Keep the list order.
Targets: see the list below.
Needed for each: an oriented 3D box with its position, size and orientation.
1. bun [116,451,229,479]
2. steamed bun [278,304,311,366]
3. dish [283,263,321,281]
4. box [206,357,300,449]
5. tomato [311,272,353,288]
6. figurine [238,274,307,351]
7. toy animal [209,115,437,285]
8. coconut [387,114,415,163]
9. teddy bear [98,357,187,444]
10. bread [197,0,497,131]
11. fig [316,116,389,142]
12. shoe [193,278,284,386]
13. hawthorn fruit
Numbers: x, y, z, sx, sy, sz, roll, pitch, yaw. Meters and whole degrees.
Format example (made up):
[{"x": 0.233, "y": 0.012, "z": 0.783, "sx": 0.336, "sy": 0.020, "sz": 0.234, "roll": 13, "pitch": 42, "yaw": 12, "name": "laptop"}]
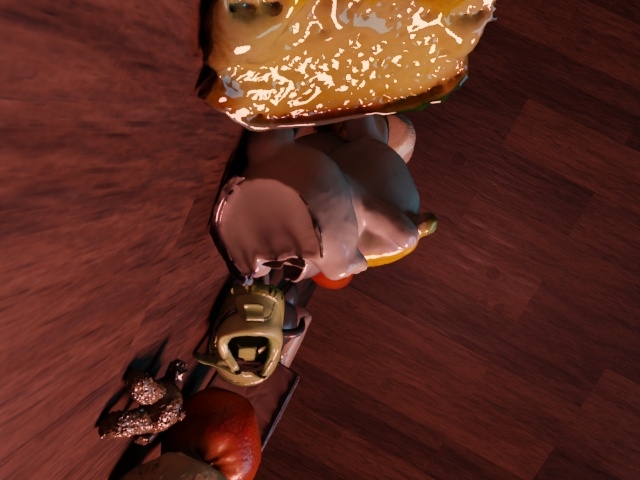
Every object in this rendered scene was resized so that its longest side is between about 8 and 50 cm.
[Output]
[{"x": -0.242, "y": 0.425, "z": 0.959, "sx": 0.220, "sy": 0.221, "sz": 0.134, "roll": -64, "pitch": -152, "yaw": 18, "name": "bun"}, {"x": -0.122, "y": 0.268, "z": 1.602, "sx": 0.228, "sy": 0.131, "sz": 0.177, "roll": -61, "pitch": 174, "yaw": -14, "name": "steamed bun"}, {"x": 0.000, "y": 0.000, "z": 1.292, "sx": 0.229, "sy": 0.081, "sz": 0.229, "roll": -57, "pitch": -159, "yaw": 35, "name": "dish"}, {"x": -0.180, "y": 0.386, "z": 1.387, "sx": 0.252, "sy": 0.188, "sz": 0.153, "roll": -56, "pitch": 174, "yaw": -35, "name": "box"}, {"x": 0.038, "y": 0.006, "z": 1.560, "sx": 0.259, "sy": 0.180, "sz": 0.260, "roll": -59, "pitch": 173, "yaw": -12, "name": "tomato"}, {"x": -0.101, "y": 0.165, "z": 1.275, "sx": 0.265, "sy": 0.140, "sz": 0.192, "roll": 180, "pitch": -79, "yaw": -71, "name": "figurine"}, {"x": 0.015, "y": -0.061, "z": 0.781, "sx": 0.310, "sy": 0.247, "sz": 0.183, "roll": -33, "pitch": 171, "yaw": -48, "name": "toy animal"}, {"x": 0.172, "y": -0.262, "z": 1.623, "sx": 0.170, "sy": 0.171, "sz": 0.183, "roll": -61, "pitch": 172, "yaw": -12, "name": "coconut"}, {"x": -0.207, "y": 0.210, "z": 0.764, "sx": 0.160, "sy": 0.078, "sz": 0.119, "roll": 79, "pitch": 35, "yaw": -80, "name": "teddy bear"}, {"x": 0.010, "y": -0.201, "z": 0.511, "sx": 0.174, "sy": 0.252, "sz": 0.132, "roll": 106, "pitch": -31, "yaw": -60, "name": "bread"}, {"x": 0.038, "y": -0.191, "z": 1.058, "sx": 0.127, "sy": 0.185, "sz": 0.132, "roll": -15, "pitch": 112, "yaw": -29, "name": "fig"}, {"x": -0.137, "y": 0.178, "z": 1.042, "sx": 0.128, "sy": 0.140, "sz": 0.262, "roll": -72, "pitch": 179, "yaw": -52, "name": "shoe"}, {"x": -0.193, "y": 0.363, "z": 1.124, "sx": 0.225, "sy": 0.197, "sz": 0.196, "roll": -66, "pitch": -178, "yaw": -67, "name": "hawthorn fruit"}]
